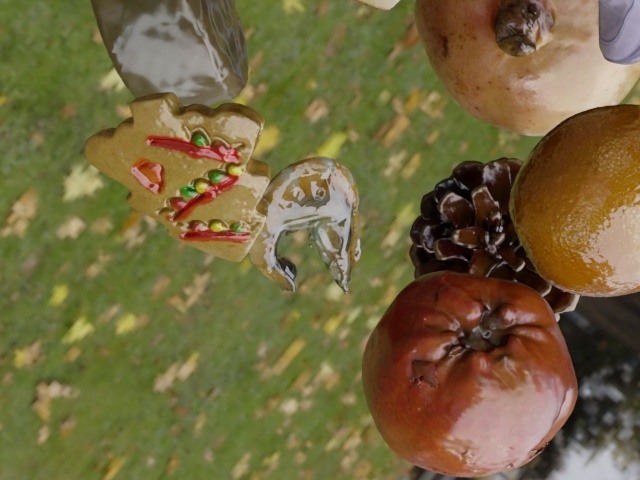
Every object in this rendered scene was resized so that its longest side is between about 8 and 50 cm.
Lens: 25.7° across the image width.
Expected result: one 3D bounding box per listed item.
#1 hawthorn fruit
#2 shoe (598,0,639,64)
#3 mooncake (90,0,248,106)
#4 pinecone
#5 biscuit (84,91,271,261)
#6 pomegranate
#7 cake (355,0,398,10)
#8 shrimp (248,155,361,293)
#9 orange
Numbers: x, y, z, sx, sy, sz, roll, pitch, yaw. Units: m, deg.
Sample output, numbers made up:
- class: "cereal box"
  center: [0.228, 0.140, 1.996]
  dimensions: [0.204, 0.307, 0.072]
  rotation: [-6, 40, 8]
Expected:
- class: "hawthorn fruit"
  center: [0.137, 0.147, 1.438]
  dimensions: [0.211, 0.211, 0.299]
  rotation: [-48, 178, -25]
- class: "shoe"
  center: [0.299, -0.295, 1.391]
  dimensions: [0.095, 0.138, 0.245]
  rotation: [-100, -160, -64]
- class: "mooncake"
  center: [-0.201, -0.315, 1.918]
  dimensions: [0.156, 0.284, 0.284]
  rotation: [-17, 179, 8]
- class: "pinecone"
  center: [0.241, 0.001, 1.875]
  dimensions: [0.264, 0.264, 0.264]
  rotation: [-50, 175, -6]
- class: "biscuit"
  center: [-0.136, -0.061, 1.527]
  dimensions: [0.212, 0.238, 0.041]
  rotation: [-11, -142, 21]
- class: "pomegranate"
  center: [0.280, -0.299, 1.803]
  dimensions: [0.338, 0.338, 0.338]
  rotation: [-50, 175, -6]
- class: "cake"
  center: [0.009, -0.342, 1.603]
  dimensions: [0.262, 0.159, 0.158]
  rotation: [-18, 165, -28]
- class: "shrimp"
  center: [-0.015, 0.006, 1.651]
  dimensions: [0.145, 0.059, 0.254]
  rotation: [-25, 142, -18]
- class: "orange"
  center: [0.289, -0.038, 1.399]
  dimensions: [0.206, 0.206, 0.206]
  rotation: [-50, 175, -6]
